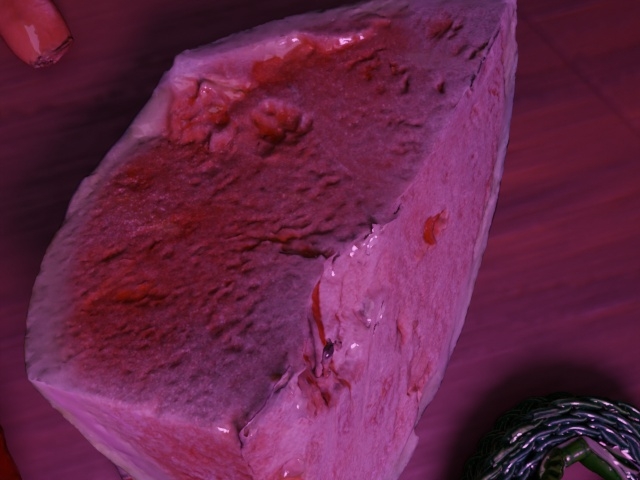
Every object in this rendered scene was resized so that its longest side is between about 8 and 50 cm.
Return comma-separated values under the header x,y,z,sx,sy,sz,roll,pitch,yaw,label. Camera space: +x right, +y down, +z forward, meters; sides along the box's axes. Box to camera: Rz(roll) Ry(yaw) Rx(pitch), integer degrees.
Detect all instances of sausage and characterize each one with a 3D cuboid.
x,y,z,sx,sy,sz,roll,pitch,yaw,label
-0.204,-0.162,0.843,0.177,0.047,0.040,43,100,-3,sausage

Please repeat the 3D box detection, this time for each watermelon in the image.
x,y,z,sx,sy,sz,roll,pitch,yaw,label
0.000,0.000,0.795,0.224,0.180,0.305,39,60,-15,watermelon

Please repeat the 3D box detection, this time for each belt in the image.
x,y,z,sx,sy,sz,roll,pitch,yaw,label
0.135,0.156,0.854,0.121,0.079,0.151,40,85,-4,belt

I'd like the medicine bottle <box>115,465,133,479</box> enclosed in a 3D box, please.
x,y,z,sx,sy,sz,roll,pitch,yaw,label
-0.082,0.117,0.842,0.057,0.057,0.089,-25,91,-7,medicine bottle

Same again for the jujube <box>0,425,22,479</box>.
x,y,z,sx,sy,sz,roll,pitch,yaw,label
-0.254,0.100,0.764,0.216,0.216,0.342,-15,78,-7,jujube
